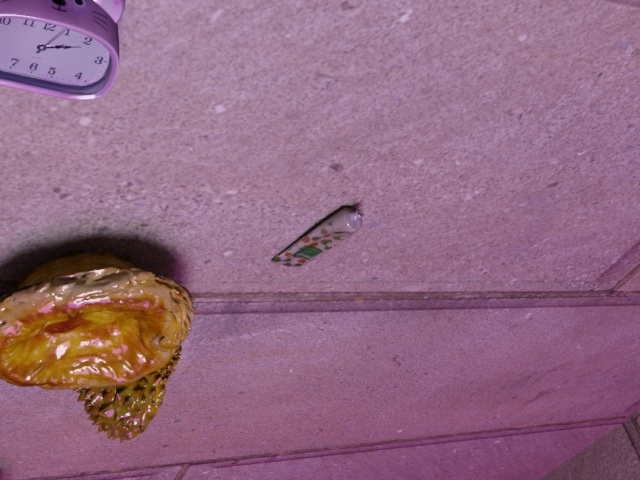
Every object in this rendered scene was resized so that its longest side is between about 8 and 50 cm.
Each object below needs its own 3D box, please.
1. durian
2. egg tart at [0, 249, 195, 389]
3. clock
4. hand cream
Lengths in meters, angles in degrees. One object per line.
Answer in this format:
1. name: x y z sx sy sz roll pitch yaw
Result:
1. durian: -0.311 0.226 1.320 0.182 0.165 0.132 -7 -164 25
2. egg tart: -0.310 0.099 1.099 0.295 0.116 0.295 -13 150 -8
3. clock: -0.249 -0.187 0.748 0.153 0.050 0.110 8 140 -34
4. hand cream: 0.000 0.000 1.179 0.057 0.037 0.165 15 142 -40
